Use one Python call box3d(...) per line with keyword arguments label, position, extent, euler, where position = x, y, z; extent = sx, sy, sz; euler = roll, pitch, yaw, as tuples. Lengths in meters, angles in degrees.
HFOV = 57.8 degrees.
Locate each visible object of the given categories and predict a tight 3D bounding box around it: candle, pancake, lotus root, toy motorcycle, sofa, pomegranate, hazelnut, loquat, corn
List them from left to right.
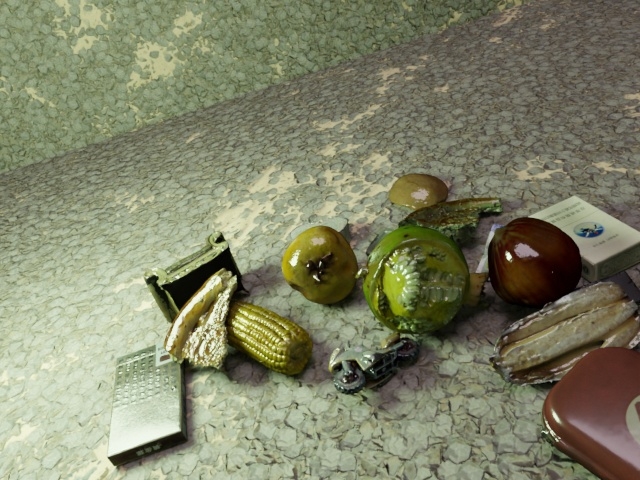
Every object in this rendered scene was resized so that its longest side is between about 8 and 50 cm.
box3d(label="sofa", position=(-0.360, 0.106, 1.672), extent=(0.258, 0.200, 0.182), euler=(-33, 39, -19))
box3d(label="pancake", position=(-0.283, 0.214, 1.447), extent=(0.266, 0.057, 0.244), euler=(-49, 41, 2))
box3d(label="corn", position=(-0.168, 0.233, 1.475), extent=(0.344, 0.131, 0.131), euler=(16, 46, 40))
box3d(label="loquat", position=(-0.002, 0.072, 1.564), extent=(0.212, 0.213, 0.213), euler=(-12, 35, 8))
box3d(label="candle", position=(0.000, 0.000, 1.776), extent=(0.192, 0.068, 0.169), euler=(-12, 31, 10))
box3d(label="toy motorcycle", position=(0.112, 0.268, 1.334), extent=(0.229, 0.094, 0.129), euler=(-23, 29, -27))
box3d(label="pomegranate", position=(0.259, 0.097, 1.387), extent=(0.340, 0.261, 0.261), euler=(11, 31, -16))
box3d(label="pancake", position=(0.370, -0.074, 1.645), extent=(0.376, 0.054, 0.197), euler=(-17, 24, -31))
box3d(label="hazelnut", position=(0.481, 0.050, 1.328), extent=(0.229, 0.230, 0.230), euler=(-12, 35, 8))
box3d(label="lotus root", position=(0.516, 0.214, 1.234), extent=(0.329, 0.078, 0.167), euler=(-22, 68, -1))
box3d(label="sofa", position=(0.646, 0.138, 1.322), extent=(0.147, 0.060, 0.085), euler=(-19, 51, -3))

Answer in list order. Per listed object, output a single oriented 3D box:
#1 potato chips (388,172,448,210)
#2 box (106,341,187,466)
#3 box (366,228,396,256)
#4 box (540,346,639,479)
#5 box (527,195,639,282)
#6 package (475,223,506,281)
box3d(label="potato chips", position=(0.315, -0.169, 1.885), extent=(0.195, 0.062, 0.208), euler=(-8, 33, 10))
box3d(label="box", position=(-0.425, 0.385, 1.439), extent=(0.180, 0.047, 0.325), euler=(-19, 34, -3))
box3d(label="box", position=(0.225, 0.044, 1.595), extent=(0.172, 0.093, 0.124), euler=(10, 42, 34))
box3d(label="box", position=(0.592, 0.342, 0.994), extent=(0.263, 0.108, 0.403), euler=(-37, 39, -19))
box3d(label="box", position=(0.678, -0.009, 1.492), extent=(0.164, 0.069, 0.256), euler=(-24, 34, -9))
box3d(label="package", position=(0.500, 0.038, 1.498), extent=(0.171, 0.027, 0.173), euler=(7, 65, 39))
